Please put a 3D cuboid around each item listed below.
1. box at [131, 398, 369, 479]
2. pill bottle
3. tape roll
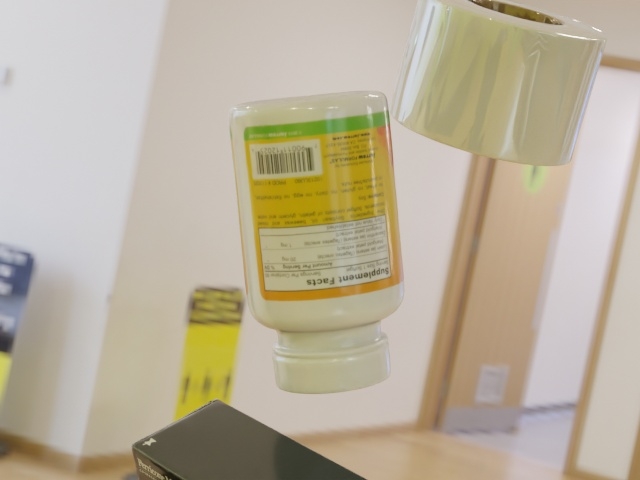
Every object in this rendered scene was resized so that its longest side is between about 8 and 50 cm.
[{"bbox_3d":[-0.030,0.267,1.192,0.103,0.184,0.261,-29,34,-33],"label":"box"},{"bbox_3d":[0.000,0.000,1.233,0.136,0.245,0.136,-5,8,1],"label":"pill bottle"},{"bbox_3d":[0.227,-0.213,1.849,0.246,0.169,0.246,13,17,-4],"label":"tape roll"}]
